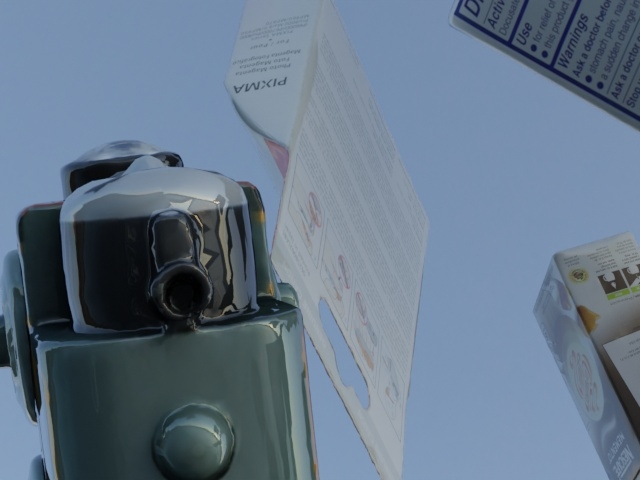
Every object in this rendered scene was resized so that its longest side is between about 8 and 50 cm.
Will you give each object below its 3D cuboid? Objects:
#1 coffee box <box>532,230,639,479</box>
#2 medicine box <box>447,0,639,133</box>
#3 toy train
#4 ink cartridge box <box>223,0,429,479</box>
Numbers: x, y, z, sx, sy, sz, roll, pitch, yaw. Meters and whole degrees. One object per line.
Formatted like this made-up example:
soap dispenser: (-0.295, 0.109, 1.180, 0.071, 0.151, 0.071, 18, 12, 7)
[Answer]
coffee box: (0.329, 0.136, 1.582, 0.098, 0.246, 0.141, -16, -28, -10)
medicine box: (0.256, -0.180, 0.798, 0.289, 0.149, 0.263, 35, -61, 29)
toy train: (-0.054, 0.125, 0.579, 0.142, 0.190, 0.334, -6, -87, -15)
ink cartridge box: (0.000, 0.000, 0.790, 0.066, 0.232, 0.189, -9, -50, 22)
